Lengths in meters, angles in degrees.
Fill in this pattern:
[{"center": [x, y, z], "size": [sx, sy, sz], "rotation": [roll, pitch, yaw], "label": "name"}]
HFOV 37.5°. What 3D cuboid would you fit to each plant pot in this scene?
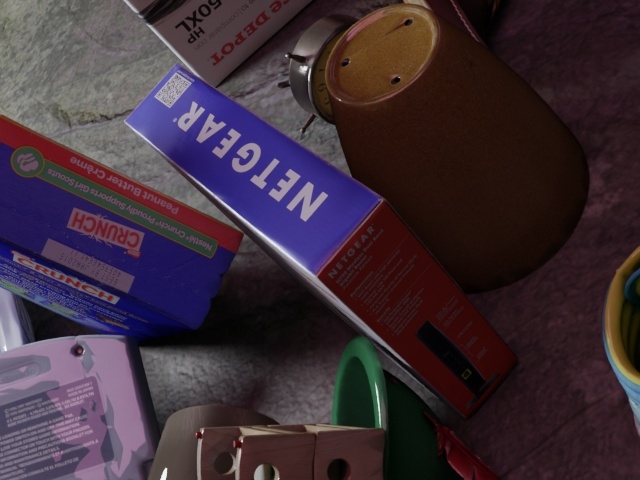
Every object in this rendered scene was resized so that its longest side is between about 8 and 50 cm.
[{"center": [0.115, -0.110, 0.945], "size": [0.237, 0.254, 0.237], "rotation": [-18, 51, 24], "label": "plant pot"}]

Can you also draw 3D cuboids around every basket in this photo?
[{"center": [-0.103, 0.286, 0.899], "size": [0.204, 0.154, 0.226], "rotation": [-11, 51, 23], "label": "basket"}]

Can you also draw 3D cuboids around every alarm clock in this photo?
[{"center": [0.038, -0.219, 1.168], "size": [0.192, 0.129, 0.064], "rotation": [-27, 38, -23], "label": "alarm clock"}]

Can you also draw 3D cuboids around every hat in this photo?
[{"center": [0.119, 0.194, 0.882], "size": [0.184, 0.173, 0.208], "rotation": [3, 62, -13], "label": "hat"}]

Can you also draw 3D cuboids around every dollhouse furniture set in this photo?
[{"center": [-0.028, 0.252, 0.797], "size": [0.129, 0.129, 0.183], "rotation": [160, 111, -66], "label": "dollhouse furniture set"}]

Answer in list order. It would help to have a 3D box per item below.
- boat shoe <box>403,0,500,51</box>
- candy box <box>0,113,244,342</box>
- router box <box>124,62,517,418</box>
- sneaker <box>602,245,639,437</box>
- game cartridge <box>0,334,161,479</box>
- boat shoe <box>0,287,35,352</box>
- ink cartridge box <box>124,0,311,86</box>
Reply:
[{"center": [0.164, -0.315, 1.148], "size": [0.123, 0.123, 0.342], "rotation": [-30, 42, 15], "label": "boat shoe"}, {"center": [-0.269, 0.006, 1.031], "size": [0.317, 0.268, 0.122], "rotation": [-17, 48, 65], "label": "candy box"}, {"center": [0.000, 0.000, 0.914], "size": [0.082, 0.301, 0.335], "rotation": [-49, 47, -4], "label": "router box"}, {"center": [0.338, 0.018, 0.739], "size": [0.127, 0.208, 0.319], "rotation": [21, 73, 42], "label": "sneaker"}, {"center": [-0.330, 0.219, 1.076], "size": [0.294, 0.060, 0.196], "rotation": [-18, 79, 7], "label": "game cartridge"}, {"center": [-0.445, 0.118, 1.232], "size": [0.119, 0.121, 0.335], "rotation": [-23, 42, -12], "label": "boat shoe"}, {"center": [-0.179, -0.443, 1.274], "size": [0.285, 0.395, 0.166], "rotation": [-40, 49, 5], "label": "ink cartridge box"}]
